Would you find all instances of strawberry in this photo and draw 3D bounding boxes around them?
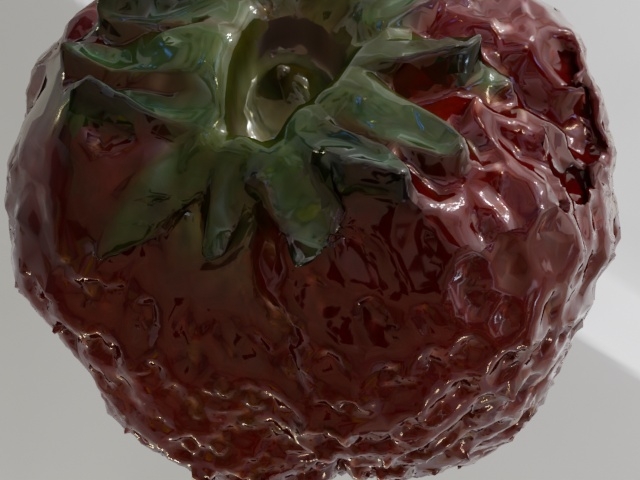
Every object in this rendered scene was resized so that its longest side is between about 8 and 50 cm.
[{"bbox_3d":[0.000,0.000,0.768,0.257,0.257,0.277,20,-35,16],"label":"strawberry"}]
